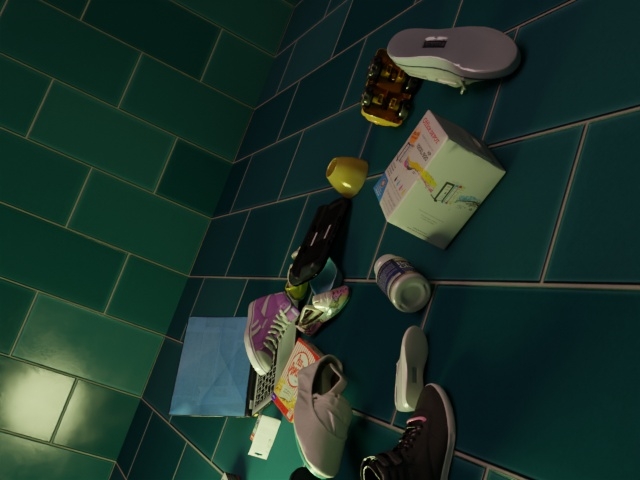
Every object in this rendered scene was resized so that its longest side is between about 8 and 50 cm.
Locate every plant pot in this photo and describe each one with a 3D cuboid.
[{"bbox_3d":[0.075,-0.210,2.181,0.134,0.095,0.134,-48,28,37],"label":"plant pot"}]

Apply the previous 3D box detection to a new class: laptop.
[{"bbox_3d":[-0.264,0.340,2.206,0.408,0.236,0.382,-46,30,41],"label":"laptop"}]

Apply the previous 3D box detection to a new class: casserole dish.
[{"bbox_3d":[0.019,0.113,2.056,0.114,0.037,0.188,-61,23,12],"label":"casserole dish"}]

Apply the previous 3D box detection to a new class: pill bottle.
[{"bbox_3d":[0.184,0.093,1.617,0.094,0.094,0.169,-62,22,11],"label":"pill bottle"}]

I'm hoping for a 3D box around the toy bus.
[{"bbox_3d":[0.187,-0.438,2.118,0.211,0.149,0.220,142,145,-73],"label":"toy bus"}]

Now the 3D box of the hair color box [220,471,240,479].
[{"bbox_3d":[-0.287,0.784,2.046,0.167,0.053,0.093,-66,20,3],"label":"hair color box"}]

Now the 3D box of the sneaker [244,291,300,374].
[{"bbox_3d":[-0.139,0.264,2.090,0.161,0.102,0.282,-22,43,16],"label":"sneaker"}]

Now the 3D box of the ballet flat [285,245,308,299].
[{"bbox_3d":[-0.063,0.079,2.206,0.077,0.077,0.231,-16,48,40],"label":"ballet flat"}]

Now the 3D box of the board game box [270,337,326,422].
[{"bbox_3d":[-0.055,0.385,1.914,0.194,0.045,0.147,-65,29,3],"label":"board game box"}]

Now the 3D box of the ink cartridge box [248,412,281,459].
[{"bbox_3d":[-0.164,0.558,1.980,0.029,0.062,0.115,1,69,66],"label":"ink cartridge box"}]

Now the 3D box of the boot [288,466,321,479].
[{"bbox_3d":[0.016,0.573,1.508,0.207,0.094,0.246,-51,28,35],"label":"boot"}]

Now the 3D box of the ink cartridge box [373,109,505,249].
[{"bbox_3d":[0.263,-0.139,1.572,0.233,0.168,0.171,-55,23,23],"label":"ink cartridge box"}]

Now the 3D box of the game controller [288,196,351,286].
[{"bbox_3d":[0.000,0.000,2.135,0.166,0.067,0.319,-18,38,44],"label":"game controller"}]

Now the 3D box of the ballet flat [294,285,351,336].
[{"bbox_3d":[-0.003,0.196,1.964,0.221,0.079,0.077,-48,27,37],"label":"ballet flat"}]

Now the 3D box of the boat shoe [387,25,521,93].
[{"bbox_3d":[0.348,-0.438,1.750,0.367,0.156,0.136,15,75,39],"label":"boat shoe"}]

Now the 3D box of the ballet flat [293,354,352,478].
[{"bbox_3d":[0.012,0.386,1.633,0.139,0.139,0.400,-60,12,15],"label":"ballet flat"}]

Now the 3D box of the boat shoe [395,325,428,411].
[{"bbox_3d":[0.188,0.274,1.476,0.063,0.066,0.184,-34,48,52],"label":"boat shoe"}]

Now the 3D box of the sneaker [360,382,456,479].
[{"bbox_3d":[0.160,0.392,1.294,0.104,0.146,0.296,-37,34,54],"label":"sneaker"}]
